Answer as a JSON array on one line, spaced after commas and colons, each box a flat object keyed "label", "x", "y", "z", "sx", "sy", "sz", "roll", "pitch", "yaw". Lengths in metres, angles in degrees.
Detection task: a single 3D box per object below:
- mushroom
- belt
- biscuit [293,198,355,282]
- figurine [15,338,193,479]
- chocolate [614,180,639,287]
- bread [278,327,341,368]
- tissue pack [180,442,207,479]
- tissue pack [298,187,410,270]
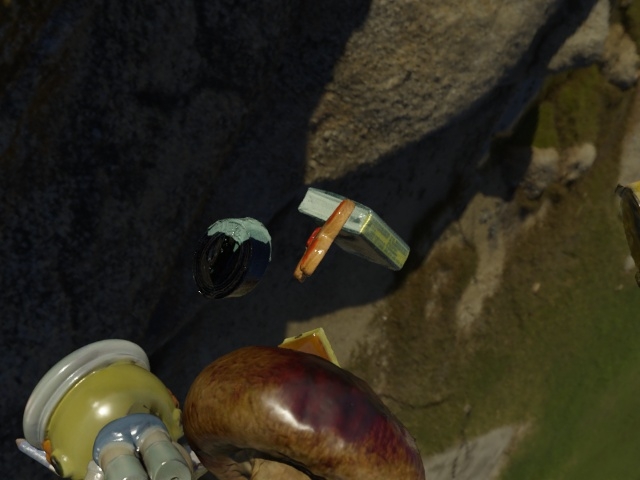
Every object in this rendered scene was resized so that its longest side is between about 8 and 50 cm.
[{"label": "mushroom", "x": -0.024, "y": 0.316, "z": 1.000, "sx": 0.334, "sy": 0.331, "sz": 0.356, "roll": 135, "pitch": -33, "yaw": -53}, {"label": "belt", "x": -0.189, "y": 0.034, "z": 1.652, "sx": 0.078, "sy": 0.151, "sz": 0.198, "roll": -2, "pitch": 138, "yaw": -54}, {"label": "biscuit", "x": -0.001, "y": 0.000, "z": 1.403, "sx": 0.165, "sy": 0.036, "sz": 0.250, "roll": -56, "pitch": -179, "yaw": -3}, {"label": "figurine", "x": -0.271, "y": 0.254, "z": 1.100, "sx": 0.225, "sy": 0.382, "sz": 0.205, "roll": -25, "pitch": 107, "yaw": -36}, {"label": "chocolate", "x": 0.659, "y": -0.046, "z": 1.094, "sx": 0.446, "sy": 0.162, "sz": 0.162, "roll": -12, "pitch": 146, "yaw": 7}, {"label": "bread", "x": 0.009, "y": 0.273, "z": 1.421, "sx": 0.088, "sy": 0.226, "sz": 0.049, "roll": -22, "pitch": -172, "yaw": 20}, {"label": "tissue pack", "x": -0.279, "y": 0.456, "z": 1.563, "sx": 0.148, "sy": 0.060, "sz": 0.109, "roll": -42, "pitch": 158, "yaw": 29}, {"label": "tissue pack", "x": 0.086, "y": -0.027, "z": 1.850, "sx": 0.081, "sy": 0.185, "sz": 0.257, "roll": -62, "pitch": 147, "yaw": -7}]
